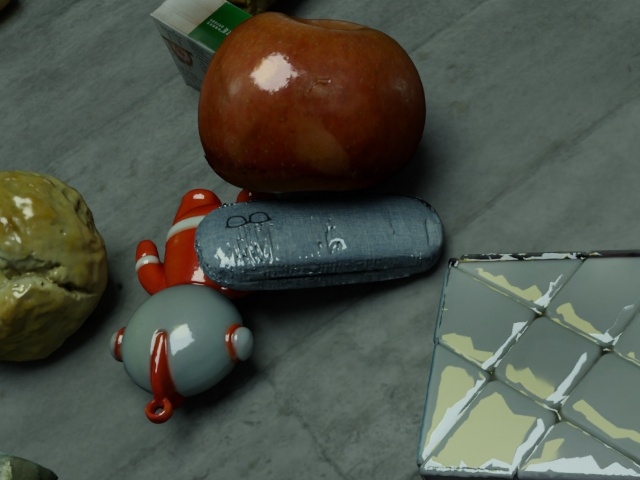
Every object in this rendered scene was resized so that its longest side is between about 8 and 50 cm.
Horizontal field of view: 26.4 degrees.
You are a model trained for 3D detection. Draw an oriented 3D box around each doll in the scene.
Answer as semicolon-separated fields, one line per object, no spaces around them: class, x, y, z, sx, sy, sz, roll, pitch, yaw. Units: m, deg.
doll;-0.138;0.071;1.561;0.200;0.105;0.336;-2;46;18

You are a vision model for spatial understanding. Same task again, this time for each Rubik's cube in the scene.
Rubik's cube;0.233;0.160;1.252;0.221;0.224;0.231;-2;54;22

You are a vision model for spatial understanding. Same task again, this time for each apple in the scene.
apple;-0.009;-0.155;1.564;0.272;0.206;0.251;0;6;-30

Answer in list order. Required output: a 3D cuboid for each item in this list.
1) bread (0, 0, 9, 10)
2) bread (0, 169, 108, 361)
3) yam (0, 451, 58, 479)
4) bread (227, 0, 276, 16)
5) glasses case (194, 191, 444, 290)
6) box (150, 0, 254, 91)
bread;-0.596;-0.329;2.055;0.305;0.091;0.142;-39;63;-11
bread;-0.375;0.026;1.605;0.244;0.134;0.244;0;92;13
yam;-0.361;0.343;1.426;0.106;0.106;0.259;2;54;23
bread;-0.103;-0.390;1.876;0.181;0.096;0.222;14;44;32
glasses case;0.000;0.000;1.529;0.282;0.067;0.109;-5;48;-10
box;-0.116;-0.235;1.763;0.081;0.135;0.199;-45;52;-16
